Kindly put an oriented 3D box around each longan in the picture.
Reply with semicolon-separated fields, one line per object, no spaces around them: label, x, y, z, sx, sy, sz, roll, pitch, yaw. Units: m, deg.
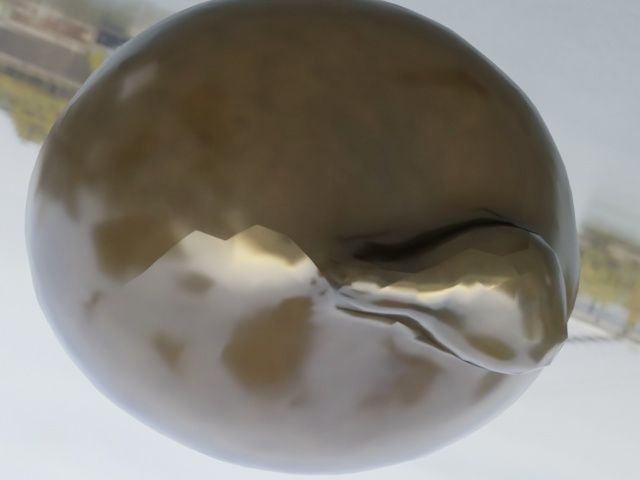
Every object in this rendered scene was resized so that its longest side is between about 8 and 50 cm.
longan;0.000;0.000;0.500;0.185;0.159;0.204;1;-169;-37
